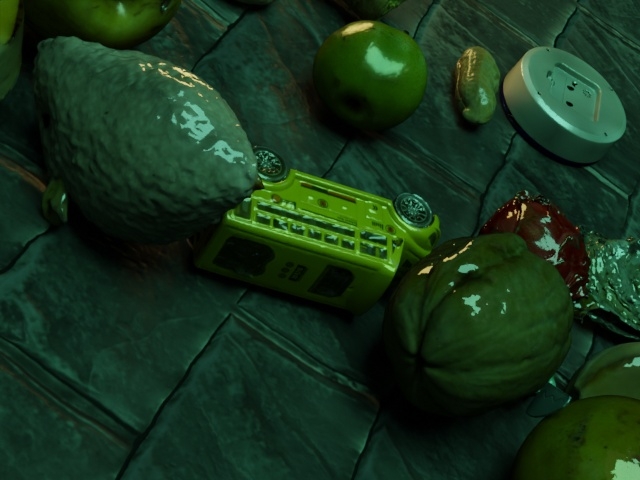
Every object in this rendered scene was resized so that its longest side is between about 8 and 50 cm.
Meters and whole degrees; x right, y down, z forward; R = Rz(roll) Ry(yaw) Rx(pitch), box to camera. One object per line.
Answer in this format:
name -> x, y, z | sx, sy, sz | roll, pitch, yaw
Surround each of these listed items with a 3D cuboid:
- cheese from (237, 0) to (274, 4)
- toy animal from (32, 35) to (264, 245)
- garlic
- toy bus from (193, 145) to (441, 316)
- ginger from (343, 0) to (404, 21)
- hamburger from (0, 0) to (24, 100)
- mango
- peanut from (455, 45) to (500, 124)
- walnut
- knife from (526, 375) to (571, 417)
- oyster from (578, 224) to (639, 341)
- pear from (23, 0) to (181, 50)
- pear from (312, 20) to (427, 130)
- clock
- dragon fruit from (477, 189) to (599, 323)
cheese -> -0.166, -0.490, 1.930 | 0.263, 0.093, 0.159 | 32, 44, -7
toy animal -> -0.216, -0.109, 1.457 | 0.358, 0.226, 0.188 | 27, 28, 32
garlic -> 0.503, 0.280, 1.712 | 0.338, 0.151, 0.196 | 40, 69, -8
toy bus -> 0.000, 0.000, 1.584 | 0.330, 0.144, 0.152 | 16, 46, -20
ginger -> 0.040, -0.497, 2.048 | 0.270, 0.123, 0.219 | 39, 45, 1
hamburger -> -0.509, -0.270, 1.460 | 0.302, 0.170, 0.302 | 19, 50, -24
mango -> 0.443, 0.359, 1.513 | 0.446, 0.232, 0.300 | 20, 40, -26
peanut -> 0.274, -0.266, 2.045 | 0.080, 0.080, 0.174 | 22, 49, -17
walnut -> 0.199, 0.113, 1.540 | 0.227, 0.283, 0.283 | 27, 36, 30
knife -> 0.295, 0.205, 1.580 | 0.034, 0.063, 0.260 | 47, 6, 1
oyster -> 0.503, 0.073, 1.879 | 0.268, 0.112, 0.198 | 16, 47, -26
pear -> -0.312, -0.388, 1.616 | 0.281, 0.281, 0.281 | 18, 46, -20
pear -> 0.086, -0.276, 1.852 | 0.180, 0.166, 0.216 | 22, 57, 4
clock -> 0.440, -0.245, 2.132 | 0.230, 0.083, 0.230 | 18, 45, -18
dragon fruit -> 0.312, 0.033, 1.745 | 0.172, 0.172, 0.209 | -2, 56, -35
